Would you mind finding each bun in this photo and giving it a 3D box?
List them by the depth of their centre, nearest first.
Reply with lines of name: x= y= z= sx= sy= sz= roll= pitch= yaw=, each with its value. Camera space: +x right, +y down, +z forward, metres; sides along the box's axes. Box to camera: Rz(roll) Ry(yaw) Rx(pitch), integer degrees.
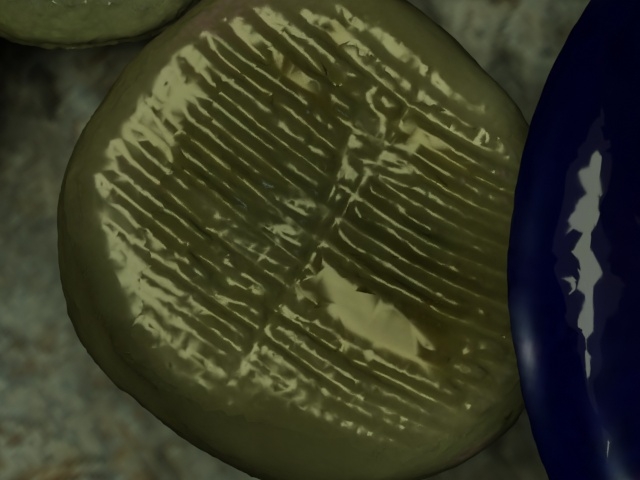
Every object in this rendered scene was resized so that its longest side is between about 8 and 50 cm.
bun: x=0.000 y=0.000 z=0.581 sx=0.193 sy=0.128 sz=0.178 roll=35 pitch=87 yaw=0

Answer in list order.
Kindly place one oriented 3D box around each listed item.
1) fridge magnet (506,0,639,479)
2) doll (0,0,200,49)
fridge magnet: x=0.168 y=0.013 z=0.519 sx=0.265 sy=0.112 sz=0.266 roll=1 pitch=88 yaw=-32
doll: x=-0.146 y=-0.154 z=0.625 sx=0.278 sy=0.149 sz=0.175 roll=-43 pitch=45 yaw=-13
